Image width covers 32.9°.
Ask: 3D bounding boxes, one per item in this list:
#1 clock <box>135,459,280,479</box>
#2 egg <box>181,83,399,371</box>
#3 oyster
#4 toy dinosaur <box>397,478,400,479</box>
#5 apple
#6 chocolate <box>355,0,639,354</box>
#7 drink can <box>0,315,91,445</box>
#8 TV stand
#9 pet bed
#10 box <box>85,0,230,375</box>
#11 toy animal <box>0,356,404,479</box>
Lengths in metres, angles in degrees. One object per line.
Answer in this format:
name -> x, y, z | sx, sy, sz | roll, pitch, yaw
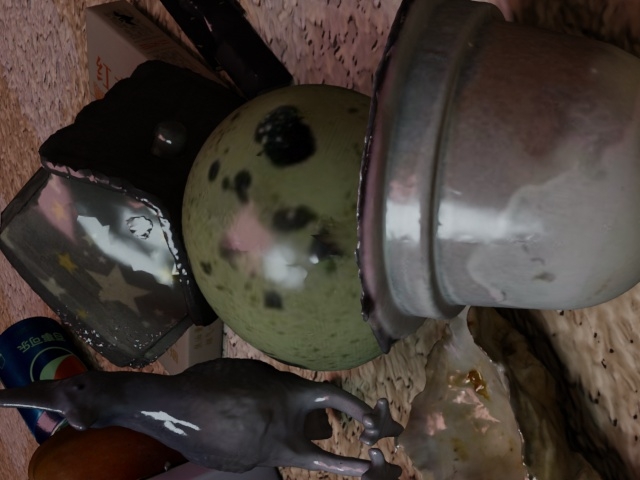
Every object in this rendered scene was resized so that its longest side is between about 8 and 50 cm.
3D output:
clock -> -0.123, 0.339, 1.123 | 0.083, 0.186, 0.253 | 27, 129, 53
egg -> 0.000, 0.000, 0.738 | 0.177, 0.177, 0.228 | 45, 162, 37
oyster -> 0.129, 0.151, 0.705 | 0.161, 0.107, 0.232 | 101, 157, -55
toy dinosaur -> 0.115, 0.262, 0.791 | 0.259, 0.094, 0.153 | 36, 138, 33
apple -> -0.228, 0.300, 1.242 | 0.234, 0.234, 0.234 | 36, 136, 45
chocolate -> 0.112, -0.037, 0.562 | 0.147, 0.221, 0.221 | 10, 123, 13
drink can -> -0.381, 0.207, 1.542 | 0.205, 0.118, 0.118 | 46, 142, 35
TV stand -> -0.104, -0.203, 0.924 | 0.249, 0.036, 0.042 | 53, 145, 27
pet bed -> -0.122, -0.035, 0.853 | 0.183, 0.211, 0.159 | 47, 125, -8
box -> -0.167, -0.037, 1.108 | 0.204, 0.051, 0.365 | 43, 140, 38
toy animal -> -0.028, 0.128, 0.775 | 0.206, 0.367, 0.081 | 6, 86, 37
